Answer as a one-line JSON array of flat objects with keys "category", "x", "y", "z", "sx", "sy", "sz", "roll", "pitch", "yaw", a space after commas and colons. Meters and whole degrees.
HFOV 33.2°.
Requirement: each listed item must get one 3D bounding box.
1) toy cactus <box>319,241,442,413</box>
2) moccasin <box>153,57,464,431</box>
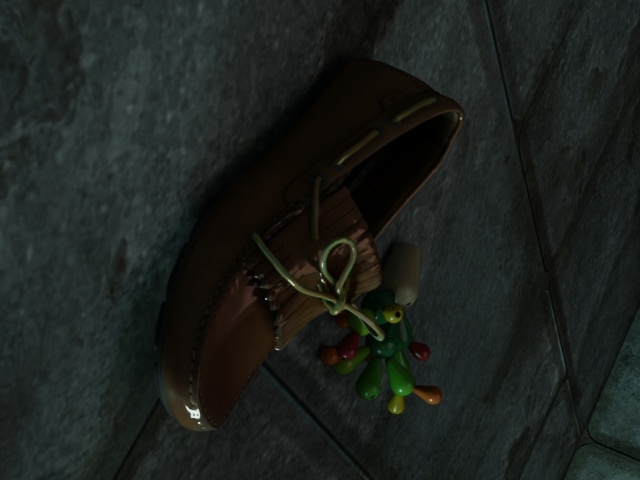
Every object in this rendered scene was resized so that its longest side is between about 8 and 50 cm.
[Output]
[{"category": "toy cactus", "x": 0.082, "y": 0.090, "z": 1.192, "sx": 0.219, "sy": 0.112, "sz": 0.181, "roll": 40, "pitch": 62, "yaw": -54}, {"category": "moccasin", "x": 0.000, "y": 0.002, "z": 0.888, "sx": 0.380, "sy": 0.147, "sz": 0.139, "roll": -50, "pitch": 148, "yaw": -35}]
